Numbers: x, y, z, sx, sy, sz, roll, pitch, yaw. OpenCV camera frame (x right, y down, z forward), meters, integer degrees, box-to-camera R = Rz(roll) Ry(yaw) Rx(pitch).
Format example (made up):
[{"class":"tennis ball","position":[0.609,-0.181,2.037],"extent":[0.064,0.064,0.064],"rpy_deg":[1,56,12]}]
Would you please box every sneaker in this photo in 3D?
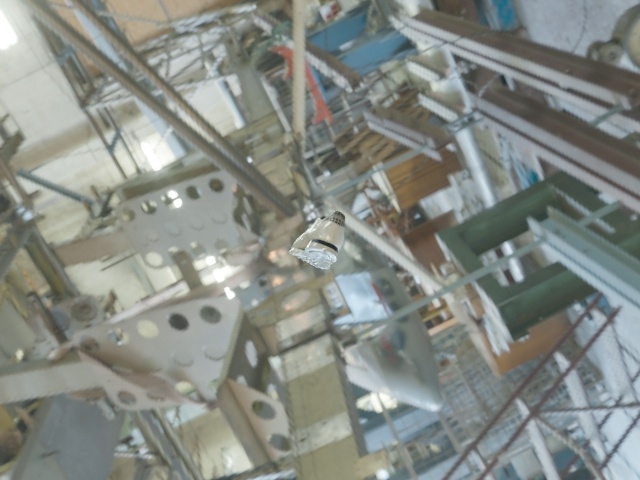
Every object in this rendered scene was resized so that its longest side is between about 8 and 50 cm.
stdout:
[{"class":"sneaker","position":[0.000,0.000,1.681],"extent":[0.090,0.094,0.235],"rpy_deg":[22,168,-15]}]
